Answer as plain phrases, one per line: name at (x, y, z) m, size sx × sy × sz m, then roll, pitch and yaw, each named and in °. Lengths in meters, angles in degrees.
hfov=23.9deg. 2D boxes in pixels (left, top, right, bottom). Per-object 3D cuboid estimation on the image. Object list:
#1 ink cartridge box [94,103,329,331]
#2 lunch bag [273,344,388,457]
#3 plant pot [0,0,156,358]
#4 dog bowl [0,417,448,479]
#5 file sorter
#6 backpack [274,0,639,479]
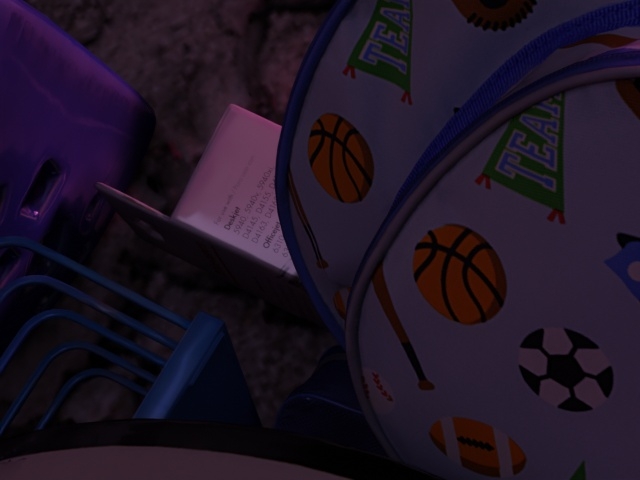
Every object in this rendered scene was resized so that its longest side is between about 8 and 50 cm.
ink cartridge box at (0.000, 0.000, 0.670) m, size 0.180 × 0.104 × 0.060 m, roll 26°, pitch 80°, yaw 10°
lunch bag at (0.015, 0.100, 0.656) m, size 0.067 × 0.065 × 0.098 m, roll 21°, pitch 115°, yaw 12°
plant pot at (-0.233, -0.017, 0.638) m, size 0.236 × 0.236 × 0.212 m, roll 19°, pitch 86°, yaw 10°
dog bowl at (-0.040, 0.268, 0.473) m, size 0.408 × 0.150 × 0.408 m, roll 7°, pitch 115°, yaw 15°
file sorter at (-0.101, 0.090, 0.618) m, size 0.104 × 0.170 × 0.118 m, roll 25°, pitch 71°, yaw 14°
backpack at (0.117, -0.005, 0.490) m, size 0.263 × 0.213 × 0.276 m, roll 44°, pitch 122°, yaw 7°
